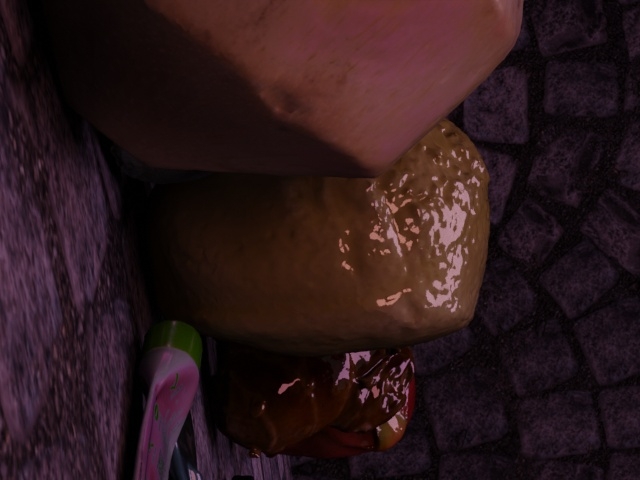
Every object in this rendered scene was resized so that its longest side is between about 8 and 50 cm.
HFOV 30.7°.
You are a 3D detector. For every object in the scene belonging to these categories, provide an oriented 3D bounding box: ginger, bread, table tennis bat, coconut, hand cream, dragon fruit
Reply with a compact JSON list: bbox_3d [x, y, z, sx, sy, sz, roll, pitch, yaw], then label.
[{"bbox_3d":[-0.013,0.090,1.456,0.152,0.274,0.357,119,-34,-61],"label":"ginger"},{"bbox_3d":[-0.001,-0.012,1.078,0.320,0.321,0.237,82,2,-85],"label":"bread"},{"bbox_3d":[-0.120,0.188,1.008,0.124,0.033,0.201,74,3,-78],"label":"table tennis bat"},{"bbox_3d":[-0.036,-0.191,0.785,0.352,0.353,0.352,-8,90,-90],"label":"coconut"},{"bbox_3d":[-0.121,0.167,0.853,0.079,0.050,0.275,52,22,-31],"label":"hand cream"},{"bbox_3d":[-0.005,0.166,1.647,0.290,0.291,0.189,-98,-176,-68],"label":"dragon fruit"}]

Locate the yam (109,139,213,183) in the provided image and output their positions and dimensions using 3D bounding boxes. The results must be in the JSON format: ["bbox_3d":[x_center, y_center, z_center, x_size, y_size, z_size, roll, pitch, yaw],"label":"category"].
[{"bbox_3d":[-0.128,-0.131,0.982,0.107,0.107,0.194,82,0,-49],"label":"yam"}]

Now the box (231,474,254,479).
[{"bbox_3d":[-0.083,0.398,1.404,0.212,0.042,0.201,-95,177,-73],"label":"box"}]
